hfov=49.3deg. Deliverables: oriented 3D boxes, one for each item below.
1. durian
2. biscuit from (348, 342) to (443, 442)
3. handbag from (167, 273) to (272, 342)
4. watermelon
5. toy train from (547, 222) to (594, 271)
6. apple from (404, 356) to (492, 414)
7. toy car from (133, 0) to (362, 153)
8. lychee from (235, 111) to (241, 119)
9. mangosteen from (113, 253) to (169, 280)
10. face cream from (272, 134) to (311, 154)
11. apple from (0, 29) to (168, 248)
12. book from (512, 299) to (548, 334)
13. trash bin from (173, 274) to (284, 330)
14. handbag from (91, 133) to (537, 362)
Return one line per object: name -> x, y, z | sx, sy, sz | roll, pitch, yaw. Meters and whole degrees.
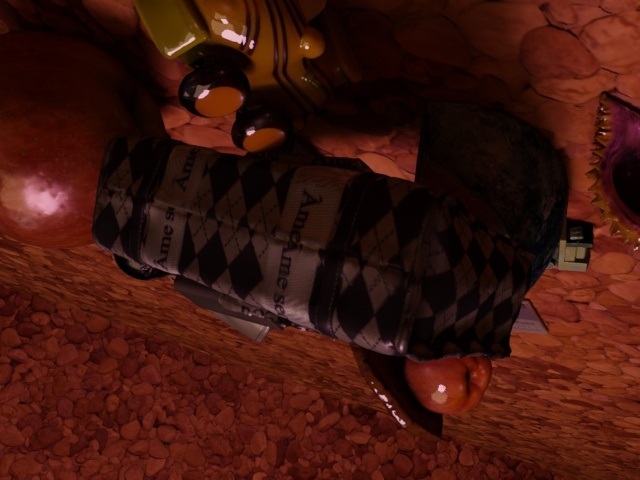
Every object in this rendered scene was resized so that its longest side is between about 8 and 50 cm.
durian -> 0.416, -0.041, 0.767 | 0.260, 0.154, 0.186 | 18, -174, 20
biscuit -> 0.178, 0.334, 1.697 | 0.046, 0.359, 0.359 | -39, 136, 13
handbag -> -0.260, 0.149, 1.880 | 0.315, 0.109, 0.241 | 32, 158, -2
watermelon -> 0.187, -0.026, 0.873 | 0.226, 0.148, 0.318 | -13, 143, 36
toy train -> 0.355, 0.009, 1.022 | 0.081, 0.050, 0.122 | 5, 157, 18
apple -> 0.302, 0.311, 1.633 | 0.209, 0.209, 0.164 | 33, 158, -36
toy car -> -0.056, -0.203, 0.632 | 0.142, 0.200, 0.248 | -25, 159, 17
lychee -> -0.077, -0.159, 0.905 | 0.067, 0.068, 0.083 | 39, -166, 34
mangosteen -> -0.373, 0.008, 1.503 | 0.152, 0.152, 0.152 | 15, 160, 6
face cream -> -0.010, -0.071, 1.063 | 0.077, 0.077, 0.250 | 4, 154, 33
apple -> -0.325, -0.129, 0.914 | 0.250, 0.277, 0.309 | -8, -175, -14
book -> 0.383, 0.152, 1.419 | 0.127, 0.014, 0.181 | 4, 157, 33
trash bin -> -0.200, 0.110, 1.634 | 0.240, 0.122, 0.164 | 10, 158, 26
handbag -> 0.000, 0.000, 0.776 | 0.416, 0.180, 0.316 | 15, -179, 33
